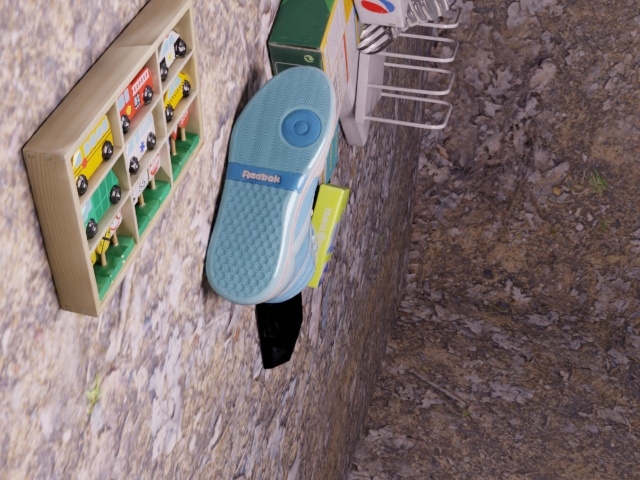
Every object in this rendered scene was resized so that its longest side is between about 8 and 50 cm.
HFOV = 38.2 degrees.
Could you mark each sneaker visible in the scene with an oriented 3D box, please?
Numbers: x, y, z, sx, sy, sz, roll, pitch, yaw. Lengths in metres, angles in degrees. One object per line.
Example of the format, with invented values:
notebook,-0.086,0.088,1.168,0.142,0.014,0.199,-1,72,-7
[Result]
sneaker,0.125,-0.407,1.618,0.132,0.229,0.086,29,-32,61
sneaker,-0.050,-0.062,1.239,0.208,0.127,0.319,42,67,-75

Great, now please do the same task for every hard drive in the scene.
hard drive,0.072,-0.356,1.833,0.353,0.047,0.233,61,39,-74

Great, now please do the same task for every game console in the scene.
game console,-0.038,0.033,1.599,0.213,0.044,0.361,89,15,-49

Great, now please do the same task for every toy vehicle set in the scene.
toy vehicle set,-0.168,-0.084,0.817,0.267,0.035,0.166,-69,165,-47

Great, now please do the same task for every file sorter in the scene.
file sorter,0.177,-0.375,1.779,0.193,0.173,0.277,-61,157,-62

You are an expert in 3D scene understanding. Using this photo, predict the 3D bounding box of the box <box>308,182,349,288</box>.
box,0.000,0.000,1.458,0.109,0.042,0.178,-36,141,-82

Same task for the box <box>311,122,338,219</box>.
box,-0.026,-0.110,1.485,0.244,0.060,0.100,-68,164,-50

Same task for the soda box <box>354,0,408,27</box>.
soda box,0.084,-0.388,1.344,0.216,0.074,0.069,53,47,-74

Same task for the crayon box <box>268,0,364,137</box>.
crayon box,0.009,-0.344,1.409,0.203,0.083,0.323,81,22,-58
